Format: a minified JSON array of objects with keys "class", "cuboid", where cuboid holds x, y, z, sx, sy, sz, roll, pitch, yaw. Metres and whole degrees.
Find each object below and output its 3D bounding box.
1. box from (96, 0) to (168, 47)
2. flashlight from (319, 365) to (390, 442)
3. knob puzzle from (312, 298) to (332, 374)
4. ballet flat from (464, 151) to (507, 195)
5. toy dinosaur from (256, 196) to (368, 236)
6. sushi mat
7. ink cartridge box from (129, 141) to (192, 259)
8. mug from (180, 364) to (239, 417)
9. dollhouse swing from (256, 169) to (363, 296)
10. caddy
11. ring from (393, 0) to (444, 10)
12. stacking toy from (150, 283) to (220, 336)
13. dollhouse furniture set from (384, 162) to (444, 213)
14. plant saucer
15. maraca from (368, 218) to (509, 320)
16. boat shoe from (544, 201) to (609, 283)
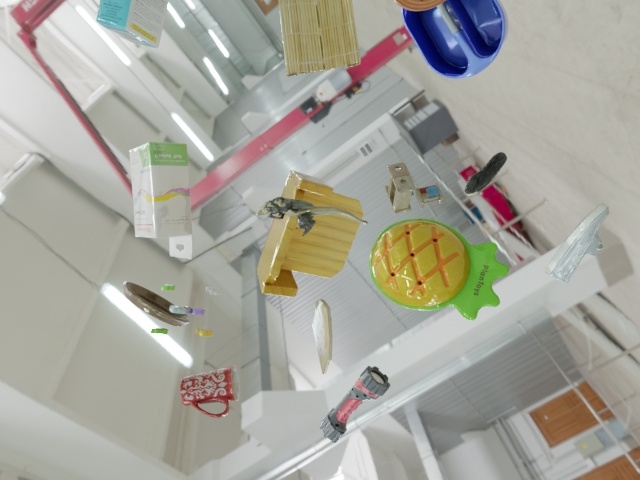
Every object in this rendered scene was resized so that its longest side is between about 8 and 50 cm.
[{"class":"box","cuboid":[-0.296,-0.465,0.767,0.060,0.245,0.100,17,-172,9]},{"class":"flashlight","cuboid":[0.116,0.573,1.586,0.103,0.304,0.103,37,-165,10]},{"class":"knob puzzle","cuboid":[0.016,0.251,1.292,0.213,0.029,0.213,178,90,-77]},{"class":"ballet flat","cuboid":[0.501,-0.194,1.380,0.057,0.173,0.049,42,174,34]},{"class":"toy dinosaur","cuboid":[-0.042,-0.058,0.982,0.118,0.268,0.064,-28,-55,-60]},{"class":"sushi mat","cuboid":[-0.011,-0.490,0.939,0.019,0.151,0.317,75,-172,-81]},{"class":"ink cartridge box","cuboid":[-0.499,-0.115,1.433,0.119,0.207,0.354,-6,-85,-38]},{"class":"mug","cuboid":[-0.356,0.480,1.466,0.150,0.169,0.113,-101,3,-68]},{"class":"dollhouse swing","cuboid":[0.000,0.000,1.434,0.304,0.347,0.315,18,-169,-16]},{"class":"caddy","cuboid":[0.383,-0.637,1.313,0.341,0.241,0.179,58,-142,-5]},{"class":"ring","cuboid":[0.258,-0.714,1.057,0.032,0.336,0.336,46,-177,40]},{"class":"stacking toy","cuboid":[-0.452,0.241,1.561,0.221,0.167,0.052,13,179,-43]},{"class":"dollhouse furniture set","cuboid":[0.340,-0.201,1.648,0.129,0.183,0.129,87,169,-58]},{"class":"plant saucer","cuboid":[-0.603,0.237,1.677,0.277,0.041,0.278,32,172,5]},{"class":"maraca","cuboid":[0.153,0.036,0.620,0.185,0.127,0.099,16,174,27]},{"class":"boat shoe","cuboid":[0.671,0.012,1.169,0.081,0.228,0.079,38,-151,22]}]
